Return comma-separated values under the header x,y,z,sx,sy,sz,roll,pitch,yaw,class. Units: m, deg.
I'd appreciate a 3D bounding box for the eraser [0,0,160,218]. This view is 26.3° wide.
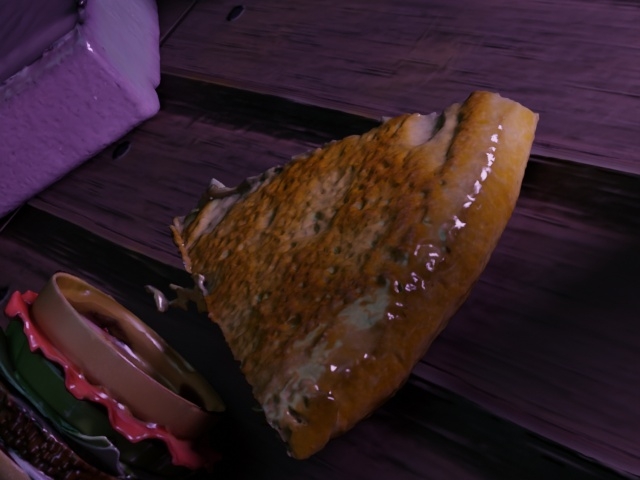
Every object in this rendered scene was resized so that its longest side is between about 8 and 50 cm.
x,y,z,sx,sy,sz,roll,pitch,yaw,class
-0.326,-0.129,1.316,0.359,0.122,0.272,-31,34,15,eraser

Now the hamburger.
x,y,z,sx,sy,sz,roll,pitch,yaw,class
-0.150,0.113,0.840,0.137,0.175,0.175,-51,34,0,hamburger

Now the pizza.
x,y,z,sx,sy,sz,roll,pitch,yaw,class
0.000,0.000,0.894,0.280,0.075,0.288,-50,33,-17,pizza
